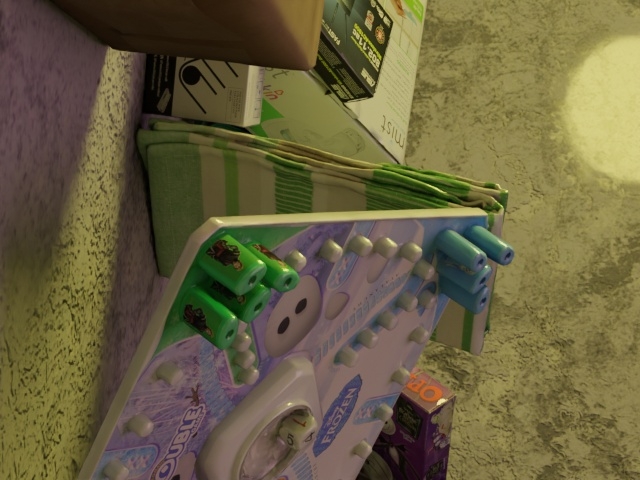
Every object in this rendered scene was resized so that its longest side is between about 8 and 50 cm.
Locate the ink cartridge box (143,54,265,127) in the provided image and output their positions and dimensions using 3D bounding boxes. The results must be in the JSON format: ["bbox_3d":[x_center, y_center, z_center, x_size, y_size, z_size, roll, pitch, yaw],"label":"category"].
[{"bbox_3d":[-0.094,-0.207,1.458,0.046,0.097,0.207,-23,121,-71],"label":"ink cartridge box"}]

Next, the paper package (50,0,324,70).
[{"bbox_3d":[-0.081,-0.291,1.167,0.325,0.168,0.309,33,64,-83],"label":"paper package"}]

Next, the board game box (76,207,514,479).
[{"bbox_3d":[-0.035,0.157,1.280,0.390,0.050,0.390,-4,125,-56],"label":"board game box"}]

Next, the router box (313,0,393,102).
[{"bbox_3d":[0.015,-0.198,1.523,0.122,0.038,0.092,46,48,-42],"label":"router box"}]

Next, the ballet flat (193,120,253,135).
[{"bbox_3d":[-0.095,-0.103,1.696,0.087,0.083,0.247,-42,-149,53],"label":"ballet flat"}]

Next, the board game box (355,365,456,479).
[{"bbox_3d":[0.000,0.156,1.835,0.056,0.347,0.208,-29,139,-35],"label":"board game box"}]

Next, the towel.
[{"bbox_3d":[0.000,0.000,1.518,0.248,0.325,0.038,89,16,-55],"label":"towel"}]

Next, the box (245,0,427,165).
[{"bbox_3d":[-0.011,-0.218,1.640,0.262,0.127,0.231,40,52,-50],"label":"box"}]
